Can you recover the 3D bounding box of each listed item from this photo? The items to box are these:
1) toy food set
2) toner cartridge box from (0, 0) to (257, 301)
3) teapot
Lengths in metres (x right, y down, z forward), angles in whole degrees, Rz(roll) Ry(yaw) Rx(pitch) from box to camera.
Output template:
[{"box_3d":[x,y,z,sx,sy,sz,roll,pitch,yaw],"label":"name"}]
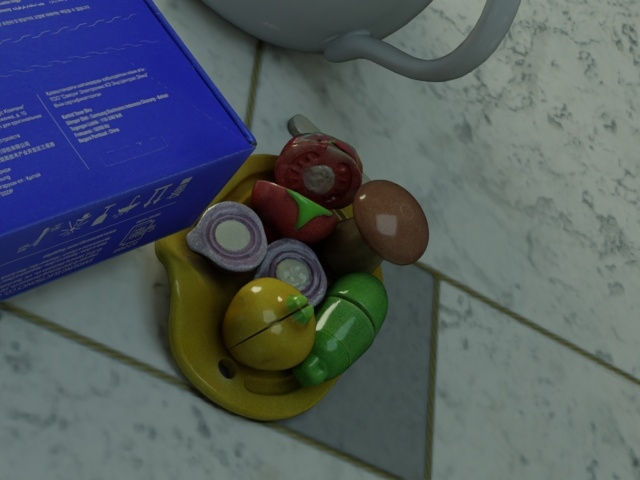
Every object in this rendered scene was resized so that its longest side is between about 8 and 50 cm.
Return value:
[{"box_3d":[0.000,0.000,0.801,0.128,0.071,0.218,49,42,-8],"label":"toy food set"},{"box_3d":[-0.200,-0.042,0.624,0.348,0.075,0.165,-23,71,-48],"label":"toner cartridge box"},{"box_3d":[0.015,-0.245,0.882,0.256,0.187,0.252,40,45,-18],"label":"teapot"}]
